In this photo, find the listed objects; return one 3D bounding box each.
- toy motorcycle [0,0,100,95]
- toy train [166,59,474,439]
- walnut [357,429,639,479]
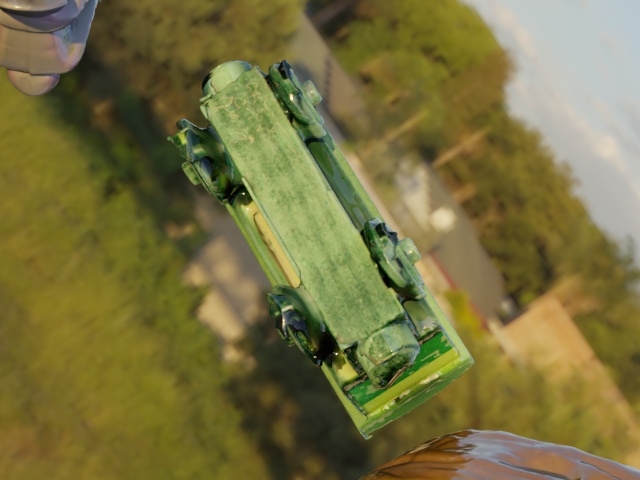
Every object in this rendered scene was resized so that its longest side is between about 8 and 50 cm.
[{"bbox_3d":[-0.157,-0.155,0.978,0.225,0.073,0.152,-113,-150,-80],"label":"toy motorcycle"},{"bbox_3d":[0.000,0.000,1.357,0.301,0.120,0.202,58,1,27],"label":"toy train"},{"bbox_3d":[0.151,0.301,1.196,0.398,0.354,0.308,19,-45,30],"label":"walnut"}]
